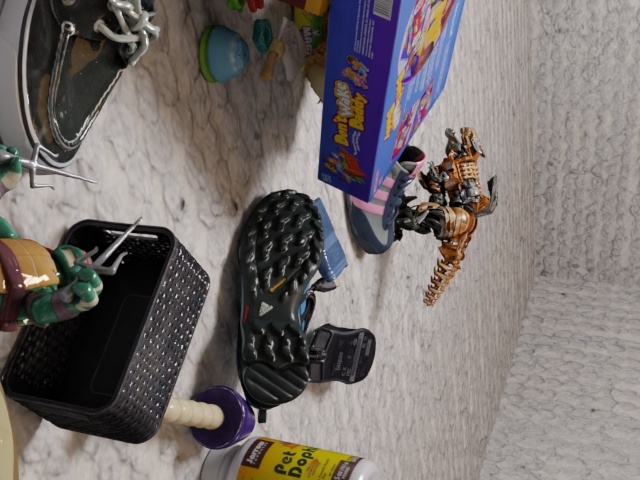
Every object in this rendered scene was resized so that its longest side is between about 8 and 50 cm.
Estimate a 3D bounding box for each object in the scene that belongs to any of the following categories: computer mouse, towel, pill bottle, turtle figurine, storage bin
[{"bbox_3d":[0.008,0.142,1.416,0.262,0.060,0.184,1,99,-56],"label":"computer mouse"},{"bbox_3d":[0.000,0.000,1.345,0.067,0.029,0.119,-43,114,-57],"label":"towel"},{"bbox_3d":[-0.039,0.315,1.127,0.117,0.215,0.117,6,90,-68],"label":"pill bottle"},{"bbox_3d":[-0.233,0.016,0.659,0.234,0.175,0.118,-11,131,-54],"label":"turtle figurine"},{"bbox_3d":[-0.191,0.081,0.815,0.084,0.122,0.180,59,42,-56],"label":"storage bin"}]

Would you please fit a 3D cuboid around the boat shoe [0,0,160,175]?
[{"bbox_3d":[-0.189,-0.203,0.769,0.113,0.105,0.306,43,56,-63],"label":"boat shoe"}]

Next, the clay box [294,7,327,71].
[{"bbox_3d":[0.015,-0.319,1.312,0.222,0.053,0.127,-33,128,-61],"label":"clay box"}]

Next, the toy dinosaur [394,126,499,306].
[{"bbox_3d":[0.216,-0.051,1.661,0.164,0.218,0.322,57,44,-59],"label":"toy dinosaur"}]

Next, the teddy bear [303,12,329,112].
[{"bbox_3d":[0.075,-0.291,1.252,0.245,0.113,0.338,79,30,-45],"label":"teddy bear"}]

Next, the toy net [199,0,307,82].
[{"bbox_3d":[-0.078,-0.258,1.117,0.232,0.045,0.122,-24,116,-67],"label":"toy net"}]

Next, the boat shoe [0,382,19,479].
[{"bbox_3d":[-0.279,0.246,0.665,0.110,0.121,0.341,-32,115,-57],"label":"boat shoe"}]

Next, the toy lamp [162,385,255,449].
[{"bbox_3d":[-0.151,0.192,1.007,0.274,0.080,0.080,40,59,-63],"label":"toy lamp"}]

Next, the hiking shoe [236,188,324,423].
[{"bbox_3d":[-0.069,0.077,1.183,0.132,0.113,0.304,125,-24,-61],"label":"hiking shoe"}]

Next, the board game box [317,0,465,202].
[{"bbox_3d":[0.092,-0.238,1.050,0.233,0.078,0.347,-56,165,-30],"label":"board game box"}]

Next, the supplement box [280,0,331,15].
[{"bbox_3d":[-0.032,-0.347,0.969,0.194,0.191,0.129,-41,151,-58],"label":"supplement box"}]

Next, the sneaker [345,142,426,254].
[{"bbox_3d":[0.116,-0.102,1.514,0.112,0.131,0.319,-61,149,-45],"label":"sneaker"}]
